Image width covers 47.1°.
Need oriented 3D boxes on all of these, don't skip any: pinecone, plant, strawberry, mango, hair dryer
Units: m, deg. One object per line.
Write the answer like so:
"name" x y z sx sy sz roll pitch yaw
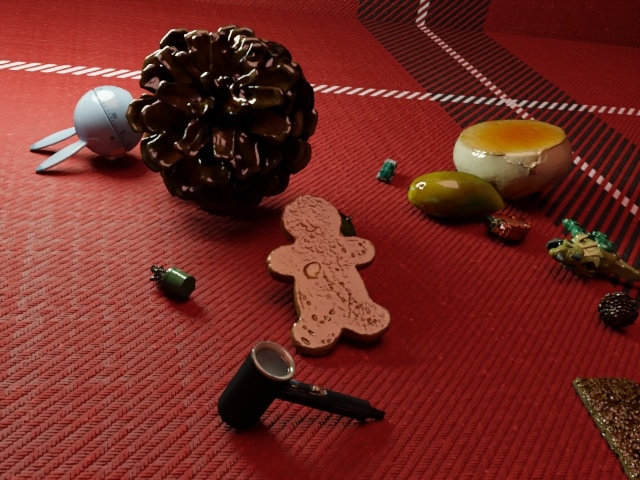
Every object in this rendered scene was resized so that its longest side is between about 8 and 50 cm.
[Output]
"pinecone" 0.591 0.134 1.459 0.077 0.077 0.083 19 28 13
"pinecone" -0.206 -0.251 1.499 0.398 0.397 0.397 8 31 -5
"plant" -0.272 0.068 1.312 0.102 0.051 0.051 18 30 31
"strawberry" 0.441 -0.031 1.712 0.152 0.048 0.104 2 21 -46
"mango" 0.322 -0.105 1.727 0.233 0.111 0.125 9 37 -7
"hair dryer" -0.018 0.243 1.088 0.255 0.128 0.070 23 32 -24

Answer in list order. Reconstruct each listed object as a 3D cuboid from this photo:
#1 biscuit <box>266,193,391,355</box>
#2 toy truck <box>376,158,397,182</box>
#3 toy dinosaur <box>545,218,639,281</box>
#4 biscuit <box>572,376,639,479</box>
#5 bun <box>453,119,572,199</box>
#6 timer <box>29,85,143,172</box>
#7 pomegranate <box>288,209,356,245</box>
"biscuit" 0.007 0.053 1.334 0.205 0.049 0.324 -11 60 -17
"toy truck" 0.171 -0.178 1.862 0.039 0.044 0.083 20 32 9
"toy dinosaur" 0.614 0.037 1.620 0.259 0.094 0.153 17 30 -5
"biscuit" 0.515 0.305 1.202 0.131 0.025 0.231 4 32 -13
"bun" 0.490 -0.193 1.877 0.299 0.164 0.299 -6 26 3
"timer" -0.510 -0.234 1.667 0.175 0.255 0.175 43 6 -6
"pomegranate" 0.000 0.000 1.469 0.161 0.122 0.122 -27 32 10
